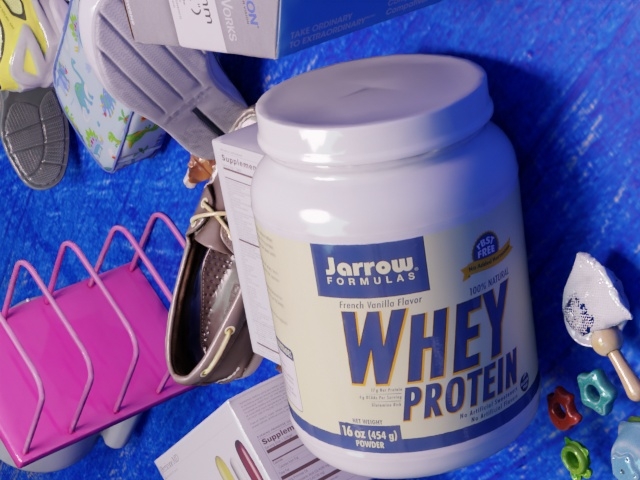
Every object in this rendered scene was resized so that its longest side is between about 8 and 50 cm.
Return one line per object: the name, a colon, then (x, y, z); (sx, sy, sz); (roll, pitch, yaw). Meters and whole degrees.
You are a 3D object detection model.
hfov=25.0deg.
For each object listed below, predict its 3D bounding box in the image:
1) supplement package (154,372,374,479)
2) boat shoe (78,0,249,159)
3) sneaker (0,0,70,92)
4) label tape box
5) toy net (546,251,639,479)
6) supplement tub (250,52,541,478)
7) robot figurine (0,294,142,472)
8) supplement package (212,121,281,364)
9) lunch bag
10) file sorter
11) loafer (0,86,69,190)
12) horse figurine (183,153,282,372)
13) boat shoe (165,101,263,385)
supplement package: (-0.033, 0.234, 1.602); (0.145, 0.204, 0.262); (61, 149, 10)
boat shoe: (-0.175, -0.196, 1.502); (0.119, 0.121, 0.335); (55, 179, 28)
sneaker: (-0.438, -0.375, 1.863); (0.145, 0.147, 0.384); (-23, 90, 61)
label tape box: (0.014, -0.231, 1.183); (0.334, 0.241, 0.106); (15, 122, 52)
toy net: (0.247, 0.112, 1.255); (0.122, 0.045, 0.232); (14, 120, 55)
supplement tub: (0.066, 0.019, 1.277); (0.235, 0.235, 0.324); (20, 127, 50)
robot figurine: (-0.409, 0.214, 2.159); (0.300, 0.199, 0.353); (23, 142, -2)
supplement package: (0.000, 0.000, 1.462); (0.139, 0.134, 0.244); (21, 127, 50)
lunch bag: (-0.246, -0.204, 1.740); (0.176, 0.090, 0.219); (54, 147, 17)
file sorter: (-0.290, 0.111, 1.831); (0.202, 0.291, 0.182); (54, 144, 19)
loafer: (-0.414, -0.199, 2.019); (0.084, 0.096, 0.267); (164, 90, -78)
horse figurine: (-0.077, 0.028, 1.658); (0.263, 0.066, 0.174); (49, 138, 29)
boat shoe: (-0.094, 0.006, 1.555); (0.117, 0.097, 0.324); (24, 109, 30)
